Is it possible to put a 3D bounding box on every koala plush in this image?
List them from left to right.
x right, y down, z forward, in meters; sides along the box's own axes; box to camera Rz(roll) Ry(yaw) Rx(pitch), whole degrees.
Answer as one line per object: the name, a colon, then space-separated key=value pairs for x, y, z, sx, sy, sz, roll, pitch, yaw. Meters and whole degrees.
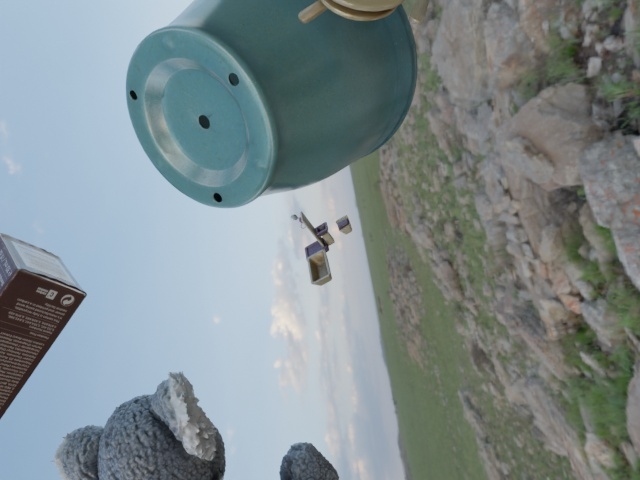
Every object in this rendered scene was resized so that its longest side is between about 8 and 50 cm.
koala plush: x=-0.122 y=0.233 z=0.462 sx=0.221 sy=0.196 sz=0.203 roll=59 pitch=-159 yaw=-8

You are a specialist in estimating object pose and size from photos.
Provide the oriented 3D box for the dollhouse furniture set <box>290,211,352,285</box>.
dollhouse furniture set: x=0.000 y=0.000 z=0.762 sx=0.081 sy=0.091 sz=0.114 roll=52 pitch=-165 yaw=-34

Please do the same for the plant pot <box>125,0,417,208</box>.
plant pot: x=-0.062 y=-0.172 z=0.574 sx=0.255 sy=0.272 sz=0.271 roll=-45 pitch=-49 yaw=-47

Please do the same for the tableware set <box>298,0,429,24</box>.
tableware set: x=0.049 y=-0.258 z=0.452 sx=0.039 sy=0.128 sz=0.194 roll=109 pitch=-178 yaw=-62

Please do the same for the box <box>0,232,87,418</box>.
box: x=-0.623 y=0.195 z=0.932 sx=0.191 sy=0.381 sz=0.143 roll=28 pitch=175 yaw=44
